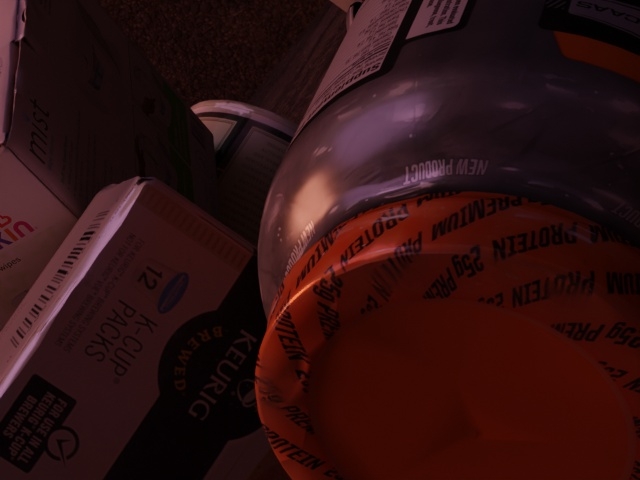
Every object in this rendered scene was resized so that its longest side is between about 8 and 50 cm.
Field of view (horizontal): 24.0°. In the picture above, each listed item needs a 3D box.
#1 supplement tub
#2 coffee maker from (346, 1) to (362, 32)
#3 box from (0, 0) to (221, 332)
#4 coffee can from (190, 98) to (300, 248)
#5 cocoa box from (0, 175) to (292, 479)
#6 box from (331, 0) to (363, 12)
[{"bbox_3d":[0.092,-0.032,0.598,0.193,0.193,0.316,-47,13,40],"label":"supplement tub"},{"bbox_3d":[0.061,-0.118,1.364,0.178,0.120,0.171,-69,-7,-59],"label":"coffee maker"},{"bbox_3d":[-0.173,-0.042,0.995,0.127,0.231,0.262,-29,39,16],"label":"box"},{"bbox_3d":[-0.092,0.057,1.185,0.275,0.201,0.201,-59,10,-23],"label":"coffee can"},{"bbox_3d":[-0.104,0.172,0.752,0.347,0.228,0.231,-56,11,-8],"label":"cocoa box"},{"bbox_3d":[0.073,-0.274,1.405,0.159,0.233,0.044,-47,12,40],"label":"box"}]
